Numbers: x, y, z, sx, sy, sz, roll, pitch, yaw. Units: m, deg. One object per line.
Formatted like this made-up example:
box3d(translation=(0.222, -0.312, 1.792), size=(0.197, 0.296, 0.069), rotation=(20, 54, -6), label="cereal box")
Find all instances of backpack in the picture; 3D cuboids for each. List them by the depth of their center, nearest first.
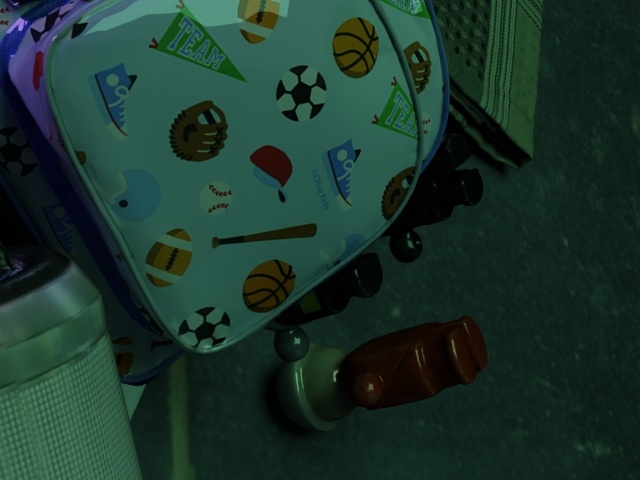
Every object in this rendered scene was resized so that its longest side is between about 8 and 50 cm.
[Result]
box3d(translation=(-0.065, -0.083, 0.962), size=(0.263, 0.213, 0.276), rotation=(-39, 124, -24), label="backpack")

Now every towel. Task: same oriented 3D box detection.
box3d(translation=(0.082, -0.255, 1.503), size=(0.312, 0.056, 0.324), rotation=(43, 40, -37), label="towel")

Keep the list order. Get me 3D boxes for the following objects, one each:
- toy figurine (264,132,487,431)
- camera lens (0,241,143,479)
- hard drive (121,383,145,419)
box3d(translation=(0.000, 0.000, 1.178), size=(0.209, 0.148, 0.213), rotation=(37, 45, -48), label="toy figurine")
box3d(translation=(-0.182, 0.146, 0.816), size=(0.219, 0.219, 0.274), rotation=(-23, 104, -51), label="camera lens")
box3d(translation=(-0.197, 0.056, 1.041), size=(0.210, 0.040, 0.318), rotation=(41, 43, -21), label="hard drive")
